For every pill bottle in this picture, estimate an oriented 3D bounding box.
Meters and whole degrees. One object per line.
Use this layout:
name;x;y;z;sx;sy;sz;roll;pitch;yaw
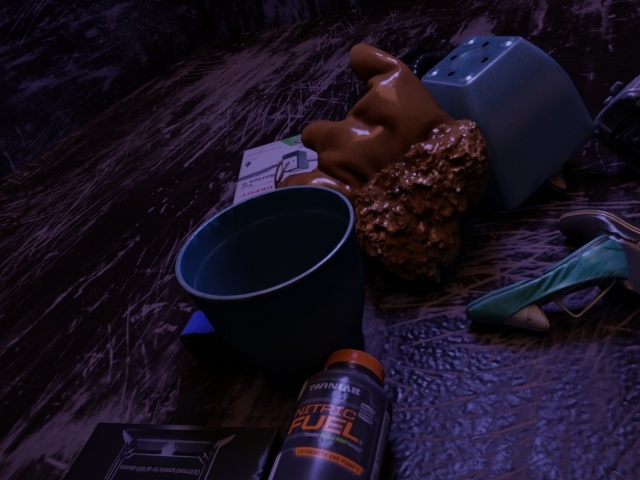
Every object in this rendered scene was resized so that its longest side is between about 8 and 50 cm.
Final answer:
pill bottle;0.019;0.257;0.692;0.130;0.130;0.246;-5;35;22

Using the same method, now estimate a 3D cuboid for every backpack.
backpack;-0.178;0.165;0.966;0.120;0.098;0.101;-13;33;27

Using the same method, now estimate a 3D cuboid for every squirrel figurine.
squirrel figurine;0.089;-0.099;1.001;0.370;0.281;0.397;-41;51;-9

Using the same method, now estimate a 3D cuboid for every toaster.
toaster;0.637;-0.211;1.019;0.227;0.129;0.146;40;51;6

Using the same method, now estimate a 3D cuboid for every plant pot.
plant pot;-0.049;0.092;0.855;0.271;0.255;0.271;-13;33;9
plant pot;0.337;-0.257;1.078;0.247;0.252;0.248;-42;32;-7

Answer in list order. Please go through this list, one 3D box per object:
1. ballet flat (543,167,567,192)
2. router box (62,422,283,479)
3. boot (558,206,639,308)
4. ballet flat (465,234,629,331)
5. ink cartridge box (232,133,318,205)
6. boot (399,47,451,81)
ballet flat;0.451;-0.167;1.135;0.067;0.073;0.206;-59;31;16
router box;-0.214;0.364;0.702;0.309;0.081;0.243;-5;35;21
boot;0.451;0.024;0.868;0.137;0.077;0.198;-42;36;-20
ballet flat;0.340;0.085;0.809;0.247;0.083;0.087;-31;63;17
ink cartridge box;-0.086;-0.137;1.336;0.211;0.121;0.289;-15;33;8
boot;0.294;-0.473;1.530;0.348;0.131;0.260;-55;14;-27
